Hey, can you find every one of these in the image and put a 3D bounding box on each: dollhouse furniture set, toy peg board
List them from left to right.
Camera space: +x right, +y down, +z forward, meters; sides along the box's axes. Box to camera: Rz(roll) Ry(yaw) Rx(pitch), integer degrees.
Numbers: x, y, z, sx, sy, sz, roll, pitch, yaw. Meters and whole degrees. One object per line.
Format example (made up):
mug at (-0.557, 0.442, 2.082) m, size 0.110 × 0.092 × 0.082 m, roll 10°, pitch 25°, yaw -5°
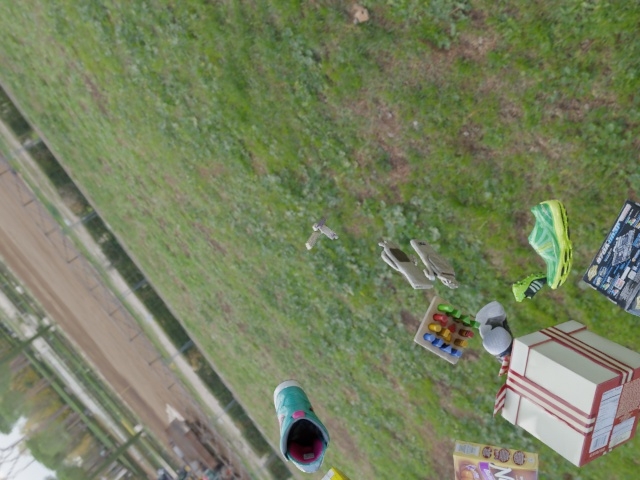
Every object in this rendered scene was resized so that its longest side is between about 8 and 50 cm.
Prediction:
dollhouse furniture set at (0.000, 0.000, 1.881) m, size 0.081 × 0.114 × 0.091 m, roll 38°, pitch 158°, yaw -14°
toy peg board at (0.402, 0.279, 1.707) m, size 0.161 × 0.160 × 0.079 m, roll 31°, pitch 167°, yaw -12°

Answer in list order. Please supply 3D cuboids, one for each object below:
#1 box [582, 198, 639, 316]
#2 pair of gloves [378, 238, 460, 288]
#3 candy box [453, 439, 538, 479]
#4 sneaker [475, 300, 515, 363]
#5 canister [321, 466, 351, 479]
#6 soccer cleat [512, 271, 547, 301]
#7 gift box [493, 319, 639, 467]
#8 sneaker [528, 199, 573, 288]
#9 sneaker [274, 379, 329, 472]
box at (0.697, 0.034, 1.222) m, size 0.051 × 0.220 × 0.175 m, roll 19°, pitch -165°, yaw -12°
pair of gloves at (0.291, 0.072, 1.629) m, size 0.204 × 0.240 × 0.042 m, roll 50°, pitch 125°, yaw 35°
candy box at (0.412, 0.540, 1.296) m, size 0.187 × 0.053 × 0.109 m, roll 1°, pitch 118°, yaw 22°
sneaker at (0.592, 0.319, 1.798) m, size 0.101 × 0.268 × 0.153 m, roll -34°, pitch 105°, yaw 22°
canister at (0.006, 0.476, 0.901) m, size 0.073 × 0.170 × 0.126 m, roll 49°, pitch 167°, yaw -33°
soccer cleat at (0.735, 0.160, 1.917) m, size 0.060 × 0.179 × 0.072 m, roll 9°, pitch 113°, yaw 60°
gift box at (0.590, 0.369, 1.336) m, size 0.258 × 0.255 × 0.276 m, roll 32°, pitch 120°, yaw 54°
sneaker at (0.767, 0.013, 1.846) m, size 0.123 × 0.109 × 0.295 m, roll -4°, pitch 92°, yaw 45°
sneaker at (-0.036, 0.521, 1.405) m, size 0.178 × 0.124 × 0.295 m, roll -123°, pitch 16°, yaw -65°
